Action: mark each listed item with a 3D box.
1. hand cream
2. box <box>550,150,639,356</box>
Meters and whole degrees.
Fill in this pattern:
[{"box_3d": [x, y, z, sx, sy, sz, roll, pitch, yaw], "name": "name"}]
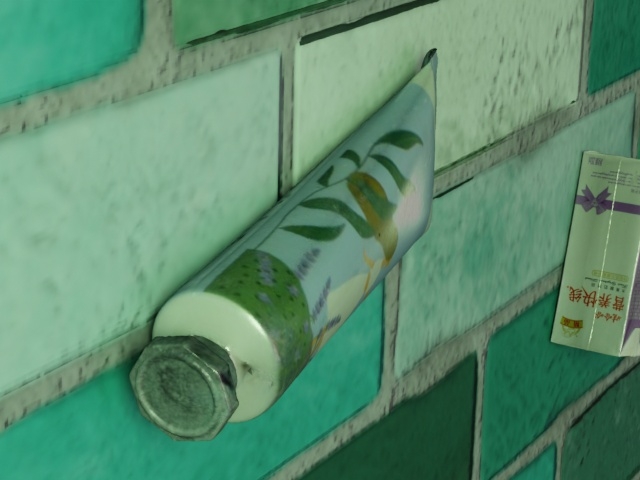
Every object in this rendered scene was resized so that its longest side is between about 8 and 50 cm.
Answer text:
[{"box_3d": [0.000, 0.000, 0.723, 0.256, 0.055, 0.088, -47, 139, -55], "name": "hand cream"}, {"box_3d": [0.172, 0.008, 1.031, 0.036, 0.050, 0.117, 4, 98, -55], "name": "box"}]
